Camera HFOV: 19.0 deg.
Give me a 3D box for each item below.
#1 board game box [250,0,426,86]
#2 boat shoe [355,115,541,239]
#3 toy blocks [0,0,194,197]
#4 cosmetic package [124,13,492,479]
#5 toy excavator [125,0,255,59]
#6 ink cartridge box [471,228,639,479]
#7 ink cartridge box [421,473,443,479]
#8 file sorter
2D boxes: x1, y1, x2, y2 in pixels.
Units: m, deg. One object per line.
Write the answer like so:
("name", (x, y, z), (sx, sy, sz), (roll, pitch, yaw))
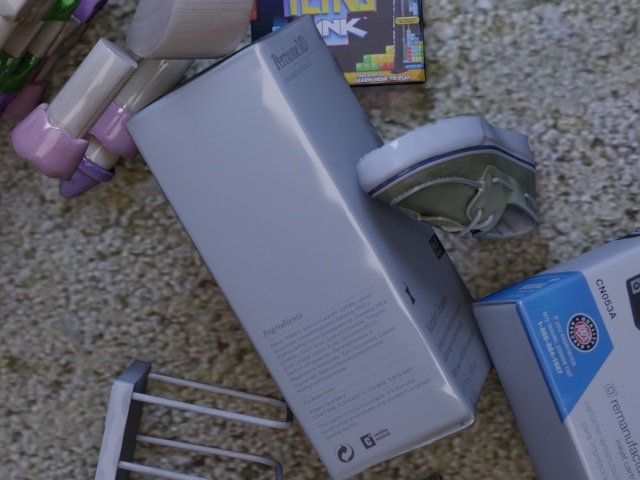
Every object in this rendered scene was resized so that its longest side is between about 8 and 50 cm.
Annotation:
("board game box", (0.015, -0.219, 1.871), (0.170, 0.048, 0.141), (-4, 93, 2))
("boat shoe", (0.134, -0.051, 1.750), (0.109, 0.302, 0.094), (-27, 78, 27))
("toy blocks", (-0.325, -0.154, 1.769), (0.309, 0.288, 0.260), (40, 102, 3))
("cosmetic package", (0.000, 0.000, 1.766), (0.156, 0.217, 0.385), (-26, 99, 17))
("toy excavator", (-0.171, -0.419, 1.725), (0.222, 0.433, 0.445), (-5, 111, -32))
("ink cartridge box", (0.331, 0.101, 1.786), (0.307, 0.129, 0.223), (-23, 91, -17))
("ink cartridge box", (0.077, 0.295, 1.882), (0.122, 0.052, 0.089), (-22, 91, 3))
("file sorter", (-0.131, 0.274, 1.820), (0.173, 0.193, 0.278), (11, 92, -1))
